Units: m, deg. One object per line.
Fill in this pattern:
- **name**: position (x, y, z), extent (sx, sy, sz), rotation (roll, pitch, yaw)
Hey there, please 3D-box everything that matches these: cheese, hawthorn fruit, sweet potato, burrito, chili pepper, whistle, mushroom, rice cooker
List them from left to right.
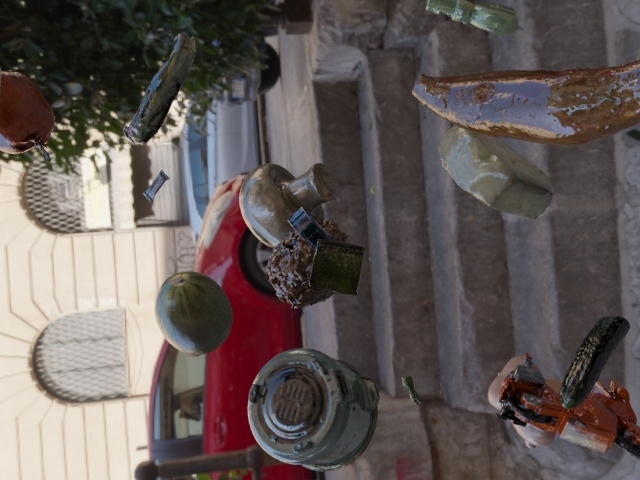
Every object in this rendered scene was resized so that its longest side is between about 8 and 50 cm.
- **hawthorn fruit**: position (-0.846, -0.336, 1.376), extent (0.299, 0.211, 0.211), rotation (46, 168, 3)
- **burrito**: position (-0.360, -0.354, 1.141), extent (0.096, 0.066, 0.309), rotation (-5, 59, 52)
- **mushroom**: position (-0.085, -0.125, 1.504), extent (0.290, 0.298, 0.297), rotation (-40, 39, 24)
- **rice cooker**: position (-0.012, 0.395, 1.165), extent (0.316, 0.317, 0.264), rotation (97, 156, -55)
- **chili pepper**: position (0.236, 0.388, 1.278), extent (0.091, 0.030, 0.034), rotation (-113, 29, -52)
- **whistle**: position (0.398, -0.582, 1.268), extent (0.126, 0.258, 0.067), rotation (-71, -4, -58)
- **cheese**: position (0.446, -0.172, 1.252), extent (0.115, 0.318, 0.326), rotation (-54, 4, 30)
- **sweet potato**: position (0.182, -0.111, 0.378), extent (0.255, 0.058, 0.078), rotation (7, 108, 50)

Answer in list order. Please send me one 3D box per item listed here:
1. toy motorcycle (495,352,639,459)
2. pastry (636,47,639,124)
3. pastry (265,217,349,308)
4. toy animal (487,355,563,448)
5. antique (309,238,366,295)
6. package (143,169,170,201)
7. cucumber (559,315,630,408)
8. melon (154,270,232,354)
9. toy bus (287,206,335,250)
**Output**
- **toy motorcycle**: position (0.561, 0.374, 1.104), extent (0.221, 0.326, 0.147), rotation (-37, -37, -69)
- **pastry**: position (0.687, -0.263, 0.733), extent (0.312, 0.389, 0.388), rotation (56, -179, -18)
- **pastry**: position (-0.039, 0.053, 1.341), extent (0.193, 0.275, 0.274), rotation (25, 131, 31)
- **toy animal**: position (0.605, 0.464, 1.436), extent (0.221, 0.210, 0.229), rotation (39, 176, 29)
- **antique**: position (0.039, 0.041, 0.884), extent (0.221, 0.080, 0.081), rotation (-5, -73, -83)
- **package**: position (-0.471, -0.156, 1.420), extent (0.110, 0.037, 0.015), rotation (-42, 8, 30)
- **cucumber**: position (0.476, 0.211, 0.870), extent (0.052, 0.215, 0.058), rotation (18, 140, 46)
- **melon**: position (-0.432, 0.247, 1.693), extent (0.248, 0.249, 0.329), rotation (-103, 1, -46)
- **toy bus**: position (0.000, 0.000, 1.026), extent (0.166, 0.047, 0.065), rotation (44, -173, -43)
